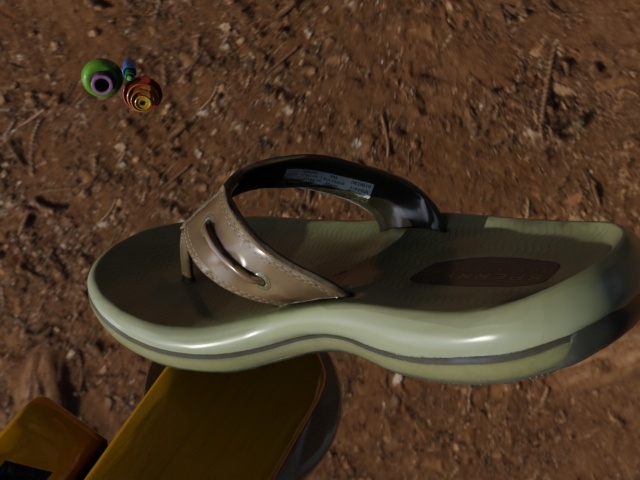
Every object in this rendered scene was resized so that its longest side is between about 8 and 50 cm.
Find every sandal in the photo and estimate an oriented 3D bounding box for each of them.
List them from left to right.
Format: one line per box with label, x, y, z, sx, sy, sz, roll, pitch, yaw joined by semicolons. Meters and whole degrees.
sandal;0.002;-0.001;0.421;0.303;0.120;0.086;-3;119;40

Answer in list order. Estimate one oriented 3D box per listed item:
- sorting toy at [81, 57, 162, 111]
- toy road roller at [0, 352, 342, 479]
sorting toy;-0.242;-0.189;1.096;0.102;0.042;0.061;15;119;-21
toy road roller;-0.162;0.158;0.516;0.241;0.329;0.202;33;150;7
